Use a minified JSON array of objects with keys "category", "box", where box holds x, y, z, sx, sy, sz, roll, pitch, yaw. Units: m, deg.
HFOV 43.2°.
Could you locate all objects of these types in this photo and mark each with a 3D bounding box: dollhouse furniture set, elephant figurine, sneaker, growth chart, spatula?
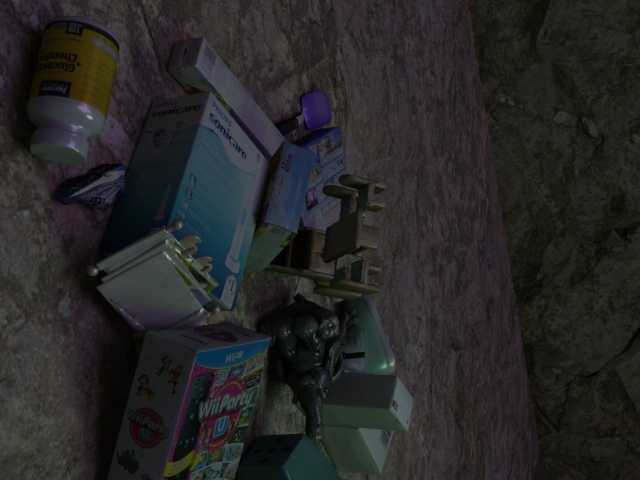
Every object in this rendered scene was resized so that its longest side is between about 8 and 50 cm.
[{"category":"dollhouse furniture set","box":[0.000,0.000,1.565,0.161,0.242,0.212,13,72,-22]},{"category":"elephant figurine","box":[-0.028,0.256,1.646,0.186,0.169,0.239,-26,110,-39]},{"category":"sneaker","box":[0.063,0.213,1.893,0.094,0.151,0.256,99,-24,-44]},{"category":"growth chart","box":[-0.233,0.072,1.193,0.237,0.172,0.021,73,-8,-50]},{"category":"sneaker","box":[-0.325,-0.069,1.174,0.135,0.052,0.058,-40,128,-58]},{"category":"spatula","box":[-0.051,-0.265,1.772,0.296,0.030,0.084,-42,124,-57]}]

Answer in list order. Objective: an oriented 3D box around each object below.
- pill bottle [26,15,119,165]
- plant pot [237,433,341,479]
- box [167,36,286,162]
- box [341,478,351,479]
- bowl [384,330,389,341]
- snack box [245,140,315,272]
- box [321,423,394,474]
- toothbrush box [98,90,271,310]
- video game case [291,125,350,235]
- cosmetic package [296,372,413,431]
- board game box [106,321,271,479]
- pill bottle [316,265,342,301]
[{"category":"pill bottle","box":[-0.338,-0.201,1.097,0.103,0.103,0.184,35,56,-58]},{"category":"plant pot","box":[-0.055,0.500,1.558,0.165,0.165,0.234,-46,122,-56]},{"category":"box","box":[-0.166,-0.247,1.499,0.324,0.063,0.067,47,48,-53]},{"category":"box","box":[0.026,0.632,1.785,0.130,0.091,0.171,-53,134,-52]},{"category":"bowl","box":[0.136,0.282,2.083,0.142,0.053,0.142,32,58,-60]},{"category":"snack box","box":[-0.091,-0.057,1.493,0.070,0.207,0.175,19,61,-14]},{"category":"box","box":[0.089,0.420,1.898,0.182,0.119,0.181,66,33,-35]},{"category":"toothbrush box","box":[-0.208,-0.059,1.323,0.216,0.126,0.296,49,46,-50]},{"category":"video game case","box":[-0.012,-0.107,1.804,0.269,0.061,0.244,-39,123,-59]},{"category":"cosmetic package","box":[0.072,0.344,1.742,0.117,0.231,0.086,57,39,-47]},{"category":"board game box","box":[-0.203,0.287,1.246,0.224,0.097,0.303,3,103,-65]},{"category":"pill bottle","box":[0.023,0.087,1.853,0.116,0.065,0.065,63,35,-40]}]
